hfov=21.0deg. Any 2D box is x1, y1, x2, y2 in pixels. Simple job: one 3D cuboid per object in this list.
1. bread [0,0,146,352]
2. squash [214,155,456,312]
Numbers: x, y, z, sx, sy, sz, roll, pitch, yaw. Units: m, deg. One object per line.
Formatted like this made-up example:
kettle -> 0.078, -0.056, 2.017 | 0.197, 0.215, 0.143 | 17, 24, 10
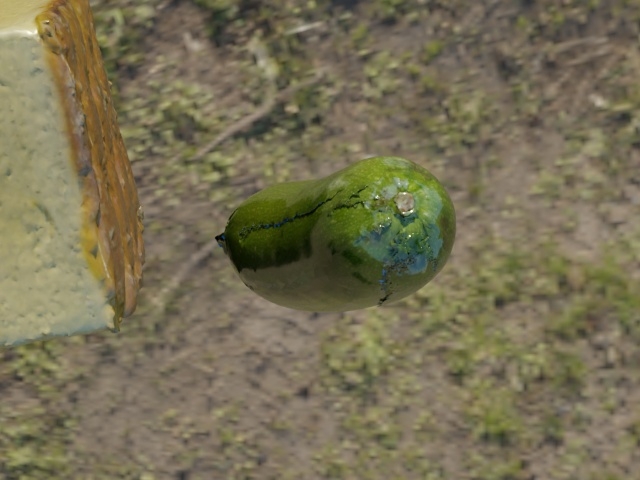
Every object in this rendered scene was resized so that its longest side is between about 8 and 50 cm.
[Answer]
bread -> -0.273, -0.061, 1.455 | 0.207, 0.279, 0.279 | -11, 108, -1
squash -> -0.001, 0.001, 1.026 | 0.087, 0.331, 0.087 | 0, 89, -19
